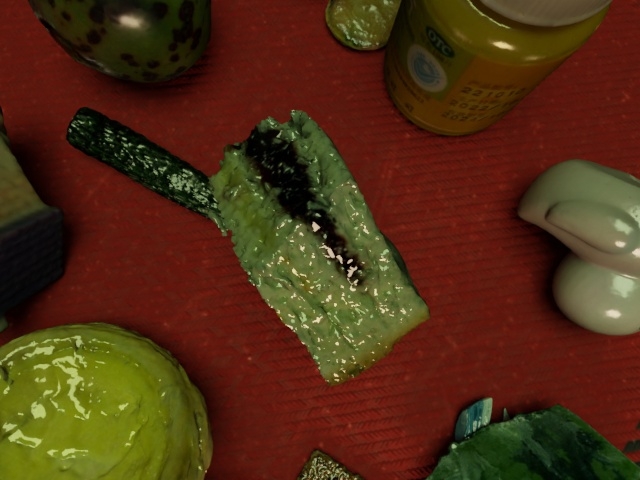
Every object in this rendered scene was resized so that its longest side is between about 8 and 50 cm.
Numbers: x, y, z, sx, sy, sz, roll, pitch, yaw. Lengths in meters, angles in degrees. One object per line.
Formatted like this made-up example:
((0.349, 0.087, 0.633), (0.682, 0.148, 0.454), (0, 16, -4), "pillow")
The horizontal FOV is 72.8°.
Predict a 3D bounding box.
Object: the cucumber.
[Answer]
((-0.225, -0.096, 0.629), (0.294, 0.067, 0.067), (30, 81, 0), "cucumber")

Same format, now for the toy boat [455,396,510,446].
((0.251, 0.295, 0.618), (0.149, 0.034, 0.105), (41, 79, -9), "toy boat")

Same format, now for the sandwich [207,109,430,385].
((0.000, 0.001, 0.493), (0.131, 0.325, 0.262), (-33, 85, 4), "sandwich")

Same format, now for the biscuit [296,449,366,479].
((0.057, 0.402, 0.589), (0.231, 0.025, 0.131), (31, 82, 2), "biscuit")

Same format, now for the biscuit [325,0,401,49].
((0.097, -0.419, 0.710), (0.119, 0.029, 0.247), (28, 81, -5), "biscuit")

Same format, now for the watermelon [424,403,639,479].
((0.291, 0.385, 0.522), (0.264, 0.151, 0.301), (-26, 92, -6), "watermelon")

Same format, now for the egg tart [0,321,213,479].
((-0.293, 0.264, 0.489), (0.346, 0.132, 0.345), (7, 44, -7), "egg tart")

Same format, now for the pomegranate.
((-0.239, -0.355, 0.606), (0.242, 0.242, 0.306), (45, 52, 4), "pomegranate")

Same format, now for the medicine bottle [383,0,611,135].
((0.216, -0.294, 0.518), (0.225, 0.384, 0.224), (0, 83, -4), "medicine bottle")

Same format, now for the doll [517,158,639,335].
((0.387, 0.013, 0.600), (0.251, 0.221, 0.221), (39, 81, 26), "doll")

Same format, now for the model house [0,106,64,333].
((-0.510, 0.007, 0.536), (0.313, 0.245, 0.279), (-16, 111, 21), "model house")
